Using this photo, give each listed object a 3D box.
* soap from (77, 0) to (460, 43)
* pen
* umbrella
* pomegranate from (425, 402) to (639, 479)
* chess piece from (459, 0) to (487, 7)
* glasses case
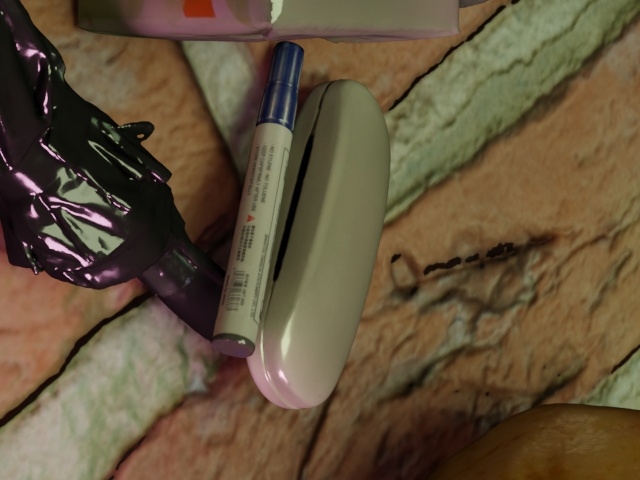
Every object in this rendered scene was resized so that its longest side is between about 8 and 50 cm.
[{"bbox_3d":[-0.032,-0.203,1.040,0.138,0.182,0.199,-7,100,-39],"label":"soap"},{"bbox_3d":[-0.033,-0.027,1.120,0.025,0.025,0.204,36,50,-37],"label":"pen"},{"bbox_3d":[-0.137,-0.041,1.033,0.340,0.118,0.118,44,66,-45],"label":"umbrella"},{"bbox_3d":[0.184,0.255,1.213,0.342,0.342,0.342,-5,98,-41],"label":"pomegranate"},{"bbox_3d":[0.141,-0.227,1.202,0.299,0.194,0.195,1,94,-50],"label":"chess piece"},{"bbox_3d":[0.000,0.000,1.151,0.081,0.051,0.204,55,42,-50],"label":"glasses case"}]
